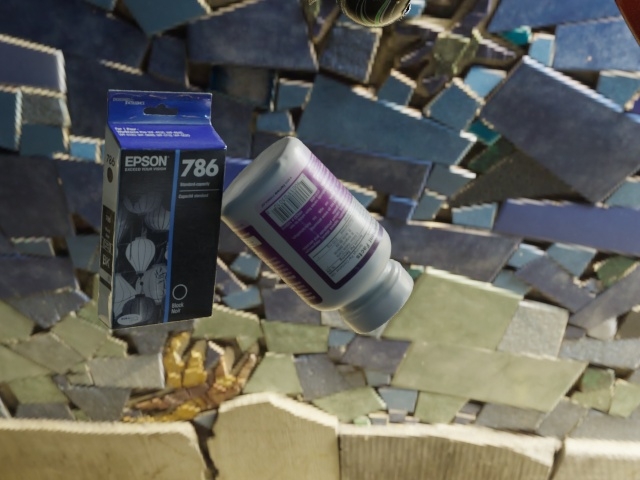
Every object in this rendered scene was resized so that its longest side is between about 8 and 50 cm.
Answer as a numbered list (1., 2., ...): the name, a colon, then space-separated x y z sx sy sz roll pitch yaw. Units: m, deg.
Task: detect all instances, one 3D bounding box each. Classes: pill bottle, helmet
1. pill bottle: 0.000 0.000 1.374 0.301 0.169 0.169 46 49 -17
2. helmet: 0.110 -0.511 1.807 0.169 0.161 0.169 5 64 -10

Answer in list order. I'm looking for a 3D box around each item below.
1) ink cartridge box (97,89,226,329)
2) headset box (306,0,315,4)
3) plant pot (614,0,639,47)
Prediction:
1. ink cartridge box: -0.225 -0.043 1.272 0.165 0.333 0.065 -6 19 -33
2. headset box: -0.015 -0.432 1.436 0.062 0.032 0.083 -39 97 -16
3. plant pot: 0.568 -0.267 1.118 0.267 0.236 0.267 -12 18 42
